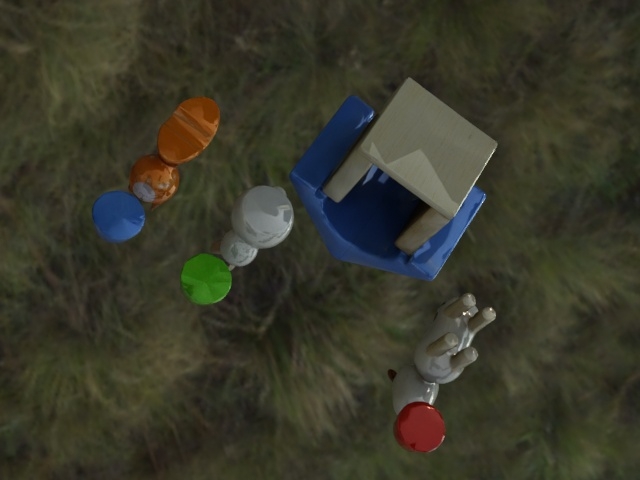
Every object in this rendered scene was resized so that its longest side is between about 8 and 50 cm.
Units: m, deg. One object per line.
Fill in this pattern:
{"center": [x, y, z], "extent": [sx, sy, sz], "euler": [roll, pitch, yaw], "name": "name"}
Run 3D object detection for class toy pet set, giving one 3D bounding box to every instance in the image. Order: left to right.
{"center": [0.000, 0.000, 0.384], "extent": [0.114, 0.122, 0.065], "euler": [-55, -176, -29], "name": "toy pet set"}
